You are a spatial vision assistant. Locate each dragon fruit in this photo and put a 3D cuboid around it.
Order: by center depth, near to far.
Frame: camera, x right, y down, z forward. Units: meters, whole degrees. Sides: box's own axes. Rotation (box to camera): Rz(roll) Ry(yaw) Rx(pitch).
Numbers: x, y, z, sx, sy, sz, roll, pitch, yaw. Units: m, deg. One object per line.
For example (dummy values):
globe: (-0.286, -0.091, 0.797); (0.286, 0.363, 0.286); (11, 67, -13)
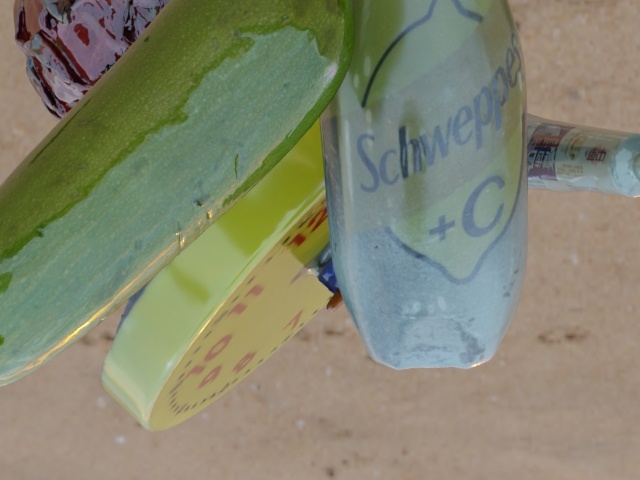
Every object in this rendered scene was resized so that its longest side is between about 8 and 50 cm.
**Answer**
dragon fruit: (-0.171, -0.211, 1.356); (0.244, 0.244, 0.299); (14, 156, -11)

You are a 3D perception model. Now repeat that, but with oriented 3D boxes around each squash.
squash: (-0.060, -0.024, 0.478); (0.066, 0.201, 0.066); (37, 164, 13)

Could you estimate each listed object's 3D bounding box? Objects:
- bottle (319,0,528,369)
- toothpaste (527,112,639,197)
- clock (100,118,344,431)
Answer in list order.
bottle: (0.037, -0.077, 0.543); (0.083, 0.083, 0.270); (-1, 119, 9)
toothpaste: (0.169, -0.055, 0.941); (0.038, 0.060, 0.233); (13, -177, -17)
clock: (0.003, 0.003, 0.777); (0.277, 0.071, 0.293); (-48, 169, 7)
